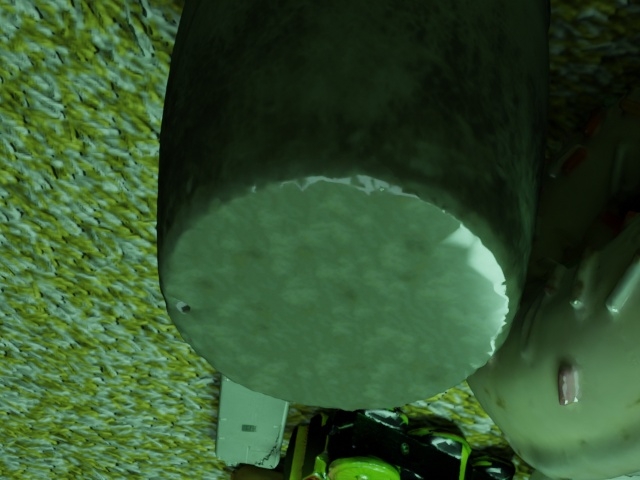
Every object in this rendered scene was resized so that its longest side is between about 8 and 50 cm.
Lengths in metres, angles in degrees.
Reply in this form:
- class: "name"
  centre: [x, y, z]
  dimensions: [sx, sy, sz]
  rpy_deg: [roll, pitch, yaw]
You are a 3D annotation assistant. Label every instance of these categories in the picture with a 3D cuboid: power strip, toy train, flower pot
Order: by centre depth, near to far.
- class: "flower pot"
  centre: [0.025, -0.068, 0.723]
  dimensions: [0.294, 0.330, 0.293]
  rpy_deg: [3, 136, 3]
- class: "power strip"
  centre: [-0.079, 0.203, 1.197]
  dimensions: [0.082, 0.035, 0.192]
  rpy_deg: [7, 134, -2]
- class: "toy train"
  centre: [0.105, 0.286, 1.216]
  dimensions: [0.296, 0.100, 0.160]
  rpy_deg: [29, 137, -21]

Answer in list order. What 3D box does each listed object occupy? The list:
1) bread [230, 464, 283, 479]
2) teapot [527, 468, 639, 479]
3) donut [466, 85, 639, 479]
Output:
- class: "bread"
  centre: [-0.027, 0.340, 1.280]
  dimensions: [0.189, 0.077, 0.114]
  rpy_deg: [17, 159, -1]
- class: "teapot"
  centre: [0.314, 0.287, 1.192]
  dimensions: [0.226, 0.092, 0.145]
  rpy_deg: [-12, 137, -8]
- class: "donut"
  centre: [0.244, -0.003, 0.744]
  dimensions: [0.142, 0.382, 0.383]
  rpy_deg: [43, 126, -11]
